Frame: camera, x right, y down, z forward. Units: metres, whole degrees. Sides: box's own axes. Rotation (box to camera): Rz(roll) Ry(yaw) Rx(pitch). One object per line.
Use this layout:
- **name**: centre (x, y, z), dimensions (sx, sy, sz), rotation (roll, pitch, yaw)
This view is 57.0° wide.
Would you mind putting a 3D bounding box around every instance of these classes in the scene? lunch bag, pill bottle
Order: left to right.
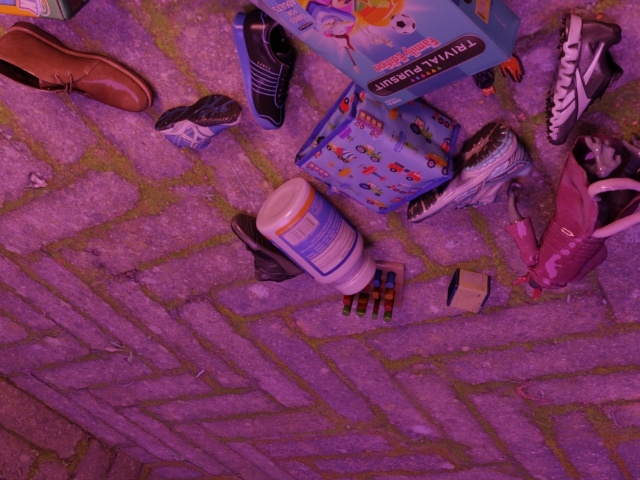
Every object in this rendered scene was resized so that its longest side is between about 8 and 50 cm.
- **pill bottle**: centre (0.000, 0.000, 1.315), dimensions (0.152, 0.152, 0.272), rotation (-24, 126, 37)
- **lunch bag**: centre (0.089, -0.154, 1.150), dimensions (0.220, 0.138, 0.293), rotation (27, 147, -16)

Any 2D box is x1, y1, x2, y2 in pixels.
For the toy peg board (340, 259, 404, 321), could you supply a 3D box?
- **toy peg board**: centre (0.123, 0.129, 1.472), dimensions (0.161, 0.079, 0.161), rotation (7, 138, 10)

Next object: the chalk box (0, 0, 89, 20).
- **chalk box**: centre (-0.453, -0.474, 0.923), dimensions (0.288, 0.180, 0.179), rotation (8, 138, 8)

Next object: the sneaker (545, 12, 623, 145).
- **sneaker**: centre (0.429, -0.250, 0.957), dimensions (0.106, 0.078, 0.234), rotation (6, 136, 15)

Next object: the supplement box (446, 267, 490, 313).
- **supplement box**: centre (0.353, 0.121, 1.404), dimensions (0.083, 0.056, 0.083), rotation (13, 139, 4)

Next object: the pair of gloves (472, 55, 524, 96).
- **pair of gloves**: centre (0.302, -0.288, 1.008), dimensions (0.083, 0.010, 0.074), rotation (-17, 131, 35)

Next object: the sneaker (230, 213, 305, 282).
- **sneaker**: centre (-0.150, 0.031, 1.445), dimensions (0.130, 0.087, 0.227), rotation (-32, 125, 33)

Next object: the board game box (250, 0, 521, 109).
- **board game box**: centre (0.077, -0.342, 0.848), dimensions (0.336, 0.079, 0.253), rotation (30, 158, -28)

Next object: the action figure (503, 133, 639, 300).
- **action figure**: centre (0.481, -0.008, 1.079), dimensions (0.247, 0.276, 0.370), rotation (15, 125, -7)

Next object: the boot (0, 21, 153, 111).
- **boot**: centre (-0.486, -0.313, 1.159), dimensions (0.305, 0.115, 0.112), rotation (22, 137, -8)

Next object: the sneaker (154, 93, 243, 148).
- **sneaker**: centre (-0.236, -0.237, 1.197), dimensions (0.211, 0.080, 0.081), rotation (-1, 143, 33)

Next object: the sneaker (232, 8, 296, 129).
- **sneaker**: centre (-0.086, -0.300, 1.066), dimensions (0.090, 0.081, 0.232), rotation (7, 137, 21)

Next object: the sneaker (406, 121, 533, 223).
- **sneaker**: centre (0.286, -0.098, 1.150), dimensions (0.122, 0.110, 0.283), rotation (31, 137, -21)
